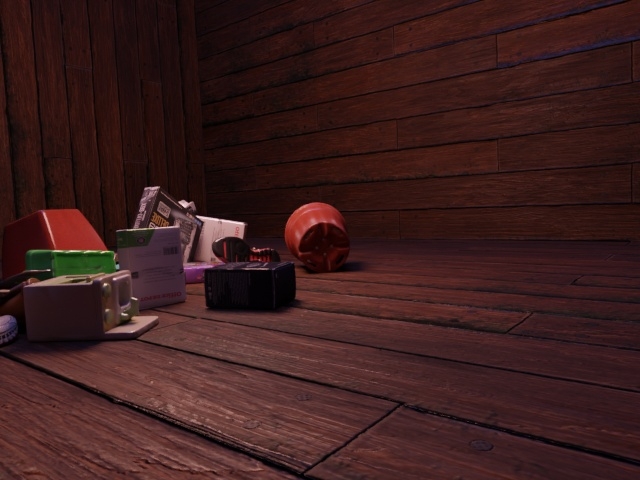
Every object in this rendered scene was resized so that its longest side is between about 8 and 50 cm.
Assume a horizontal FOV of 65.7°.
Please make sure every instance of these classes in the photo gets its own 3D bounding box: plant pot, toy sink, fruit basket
[{"bbox_3d":[-0.959,0.027,1.771,0.267,0.236,0.267,-19,0,17],"label":"plant pot"},{"bbox_3d":[-0.502,0.140,1.108,0.234,0.131,0.153,-2,5,4],"label":"toy sink"},{"bbox_3d":[-0.789,0.132,1.500,0.353,0.166,0.327,-24,-16,34],"label":"fruit basket"},{"bbox_3d":[0.000,0.000,2.000,0.272,0.273,0.265,-3,12,-7],"label":"plant pot"}]

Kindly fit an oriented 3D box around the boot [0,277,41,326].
[{"bbox_3d":[-0.711,0.158,1.134,0.152,0.073,0.197,-13,-25,-25],"label":"boot"}]

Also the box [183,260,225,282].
[{"bbox_3d":[-0.500,0.121,1.856,0.293,0.057,0.201,-3,4,-14],"label":"box"}]

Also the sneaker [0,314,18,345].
[{"bbox_3d":[-0.700,0.176,0.996,0.088,0.093,0.225,-3,0,6],"label":"sneaker"}]

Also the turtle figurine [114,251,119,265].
[{"bbox_3d":[-0.790,0.104,1.952,0.234,0.118,0.175,-8,3,10],"label":"turtle figurine"}]

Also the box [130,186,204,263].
[{"bbox_3d":[-0.606,-0.033,1.966,0.076,0.243,0.307,-1,-26,24],"label":"box"}]

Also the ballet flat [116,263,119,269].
[{"bbox_3d":[-0.705,0.121,1.788,0.087,0.083,0.247,33,33,26],"label":"ballet flat"}]

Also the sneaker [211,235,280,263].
[{"bbox_3d":[-0.304,0.076,1.909,0.136,0.116,0.313,-19,-28,38],"label":"sneaker"}]

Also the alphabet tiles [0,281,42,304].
[{"bbox_3d":[-0.759,0.147,1.172,0.198,0.009,0.237,-28,-6,1],"label":"alphabet tiles"}]

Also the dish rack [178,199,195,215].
[{"bbox_3d":[-0.695,-0.038,2.247,0.072,0.333,0.285,35,-14,-2],"label":"dish rack"}]

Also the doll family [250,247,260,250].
[{"bbox_3d":[-0.335,0.070,2.354,0.192,0.076,0.111,1,0,6],"label":"doll family"}]

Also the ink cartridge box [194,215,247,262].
[{"bbox_3d":[-0.477,0.000,2.219,0.272,0.199,0.115,9,1,0],"label":"ink cartridge box"}]

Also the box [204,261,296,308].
[{"bbox_3d":[-0.189,0.119,1.358,0.207,0.108,0.153,0,4,20],"label":"box"}]

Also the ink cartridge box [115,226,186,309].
[{"bbox_3d":[-0.480,0.075,1.409,0.160,0.220,0.092,-5,2,-43],"label":"ink cartridge box"}]
